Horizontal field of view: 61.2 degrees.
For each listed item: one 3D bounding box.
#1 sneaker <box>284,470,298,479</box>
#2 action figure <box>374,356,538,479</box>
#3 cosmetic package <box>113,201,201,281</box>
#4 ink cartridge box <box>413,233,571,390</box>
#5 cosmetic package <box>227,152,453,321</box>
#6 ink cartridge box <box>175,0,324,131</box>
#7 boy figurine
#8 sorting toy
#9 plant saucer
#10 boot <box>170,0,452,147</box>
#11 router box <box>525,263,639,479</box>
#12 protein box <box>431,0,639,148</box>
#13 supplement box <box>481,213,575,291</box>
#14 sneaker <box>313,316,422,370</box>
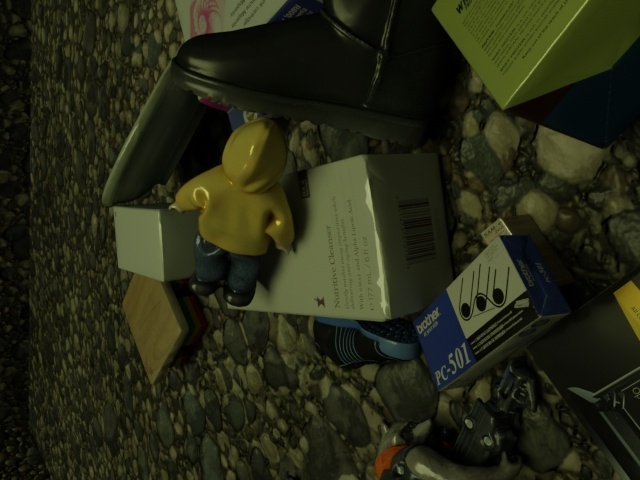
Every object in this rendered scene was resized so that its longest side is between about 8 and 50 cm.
[{"bbox_3d":[-0.049,0.480,1.048,0.098,0.038,0.069,-38,67,45],"label":"sneaker"},{"bbox_3d":[0.168,0.312,0.648,0.330,0.178,0.341,-139,58,-62],"label":"action figure"},{"bbox_3d":[-0.267,-0.008,1.098,0.224,0.225,0.138,7,100,50],"label":"cosmetic package"},{"bbox_3d":[0.184,0.091,0.624,0.207,0.046,0.097,118,143,-50],"label":"ink cartridge box"},{"bbox_3d":[0.000,0.000,0.839,0.385,0.156,0.217,-8,90,49],"label":"cosmetic package"},{"bbox_3d":[-0.126,-0.374,0.899,0.324,0.071,0.330,-28,73,48],"label":"ink cartridge box"},{"bbox_3d":[-0.117,-0.040,0.739,0.092,0.177,0.285,-76,3,-55],"label":"boy figurine"},{"bbox_3d":[-0.398,0.187,1.381,0.255,0.089,0.257,59,134,27],"label":"sorting toy"},{"bbox_3d":[-0.326,-0.231,1.150,0.400,0.100,0.400,-53,19,26],"label":"plant saucer"},{"bbox_3d":[0.023,-0.372,0.650,0.146,0.367,0.445,-88,10,-63],"label":"boot"},{"bbox_3d":[0.375,0.155,0.474,0.243,0.081,0.309,-53,56,39],"label":"router box"},{"bbox_3d":[0.239,-0.235,0.497,0.200,0.136,0.201,-57,32,37],"label":"protein box"},{"bbox_3d":[0.241,0.019,0.630,0.036,0.062,0.098,-50,58,42],"label":"supplement box"},{"bbox_3d":[0.069,0.163,0.843,0.232,0.081,0.090,10,105,56],"label":"sneaker"}]
